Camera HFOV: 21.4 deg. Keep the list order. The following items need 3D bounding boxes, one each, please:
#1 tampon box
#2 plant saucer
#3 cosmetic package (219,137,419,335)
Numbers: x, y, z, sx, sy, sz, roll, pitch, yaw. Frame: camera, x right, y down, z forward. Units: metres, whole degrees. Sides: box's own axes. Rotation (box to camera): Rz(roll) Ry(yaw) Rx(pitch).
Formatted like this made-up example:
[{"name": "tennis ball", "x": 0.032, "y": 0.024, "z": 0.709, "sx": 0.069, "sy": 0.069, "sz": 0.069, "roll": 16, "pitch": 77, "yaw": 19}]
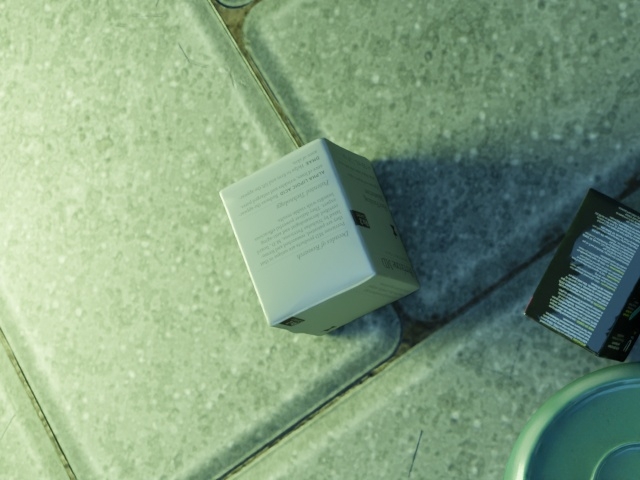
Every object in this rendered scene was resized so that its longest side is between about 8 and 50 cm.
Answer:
[{"name": "tampon box", "x": 0.321, "y": 0.041, "z": 1.889, "sx": 0.101, "sy": 0.120, "sz": 0.161, "roll": 30, "pitch": 95, "yaw": 25}, {"name": "plant saucer", "x": 0.347, "y": 0.271, "z": 1.833, "sx": 0.317, "sy": 0.044, "sz": 0.318, "roll": -9, "pitch": 60, "yaw": 16}, {"name": "cosmetic package", "x": 0.000, "y": 0.000, "z": 2.028, "sx": 0.151, "sy": 0.151, "sz": 0.184, "roll": -27, "pitch": 73, "yaw": 19}]
